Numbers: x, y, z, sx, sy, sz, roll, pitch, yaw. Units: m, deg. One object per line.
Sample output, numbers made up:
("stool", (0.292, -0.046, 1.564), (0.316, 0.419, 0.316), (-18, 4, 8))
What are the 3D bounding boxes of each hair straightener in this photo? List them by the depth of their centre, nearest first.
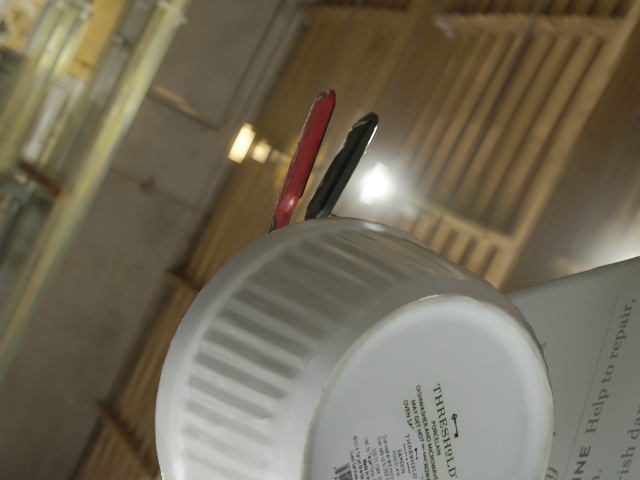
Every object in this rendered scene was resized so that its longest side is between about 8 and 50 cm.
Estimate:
("hair straightener", (0.000, 0.000, 1.346), (0.047, 0.089, 0.230), (-13, -125, 68))

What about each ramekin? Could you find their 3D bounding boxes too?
("ramekin", (0.028, 0.097, 0.897), (0.109, 0.207, 0.207), (19, -97, 54))

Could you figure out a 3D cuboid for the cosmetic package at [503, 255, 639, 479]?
("cosmetic package", (0.230, 0.231, 1.092), (0.393, 0.329, 0.327), (-23, -136, 61))
